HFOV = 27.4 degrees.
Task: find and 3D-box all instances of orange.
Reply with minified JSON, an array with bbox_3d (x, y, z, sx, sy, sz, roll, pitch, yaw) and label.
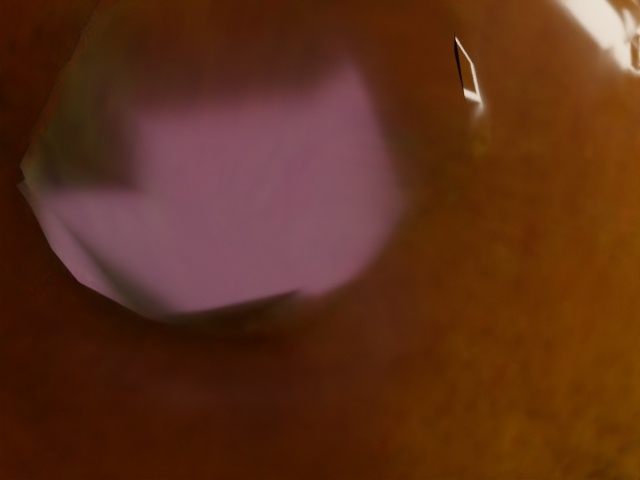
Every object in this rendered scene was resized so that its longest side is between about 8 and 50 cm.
[{"bbox_3d":[-0.001,0.001,0.409,0.335,0.196,0.262,-25,92,-5],"label":"orange"}]
